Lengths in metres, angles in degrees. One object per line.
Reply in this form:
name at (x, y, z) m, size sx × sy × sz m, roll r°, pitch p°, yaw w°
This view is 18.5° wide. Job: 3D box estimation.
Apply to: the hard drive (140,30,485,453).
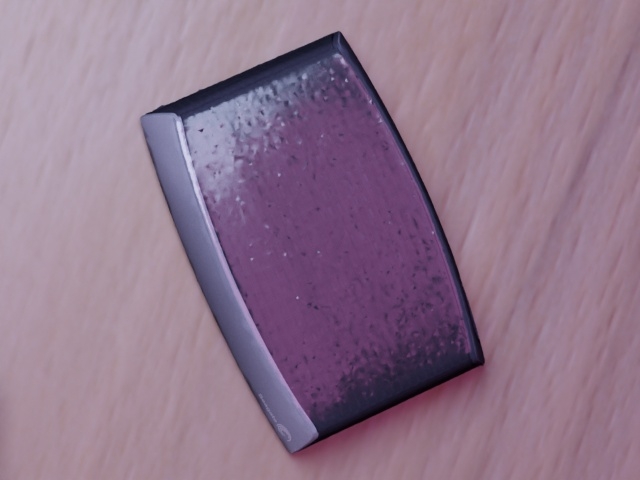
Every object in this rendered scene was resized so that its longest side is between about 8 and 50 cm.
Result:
hard drive at (0.000, 0.000, 1.333) m, size 0.172 × 0.054 × 0.255 m, roll -24°, pitch 93°, yaw -11°
